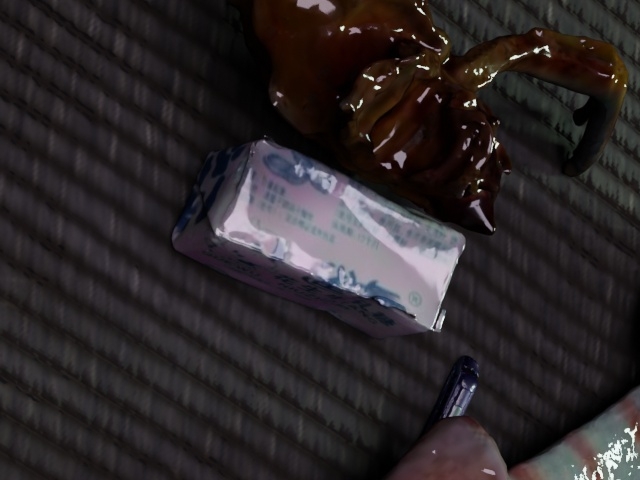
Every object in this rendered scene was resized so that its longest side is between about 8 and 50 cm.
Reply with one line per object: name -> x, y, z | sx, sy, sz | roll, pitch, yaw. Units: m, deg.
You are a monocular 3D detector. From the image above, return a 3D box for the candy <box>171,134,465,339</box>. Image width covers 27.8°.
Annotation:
candy -> 0.000, 0.000, 0.791 | 0.160, 0.092, 0.073 | 24, 76, -18

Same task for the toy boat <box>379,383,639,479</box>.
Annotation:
toy boat -> 0.156, 0.177, 0.849 | 0.282, 0.096, 0.206 | -28, 109, -33

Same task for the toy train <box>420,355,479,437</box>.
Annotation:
toy train -> 0.084, 0.114, 0.851 | 0.017, 0.017, 0.083 | 31, 76, -16

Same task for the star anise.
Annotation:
star anise -> 0.066, -0.095, 0.785 | 0.346, 0.237, 0.148 | 19, 107, -38
